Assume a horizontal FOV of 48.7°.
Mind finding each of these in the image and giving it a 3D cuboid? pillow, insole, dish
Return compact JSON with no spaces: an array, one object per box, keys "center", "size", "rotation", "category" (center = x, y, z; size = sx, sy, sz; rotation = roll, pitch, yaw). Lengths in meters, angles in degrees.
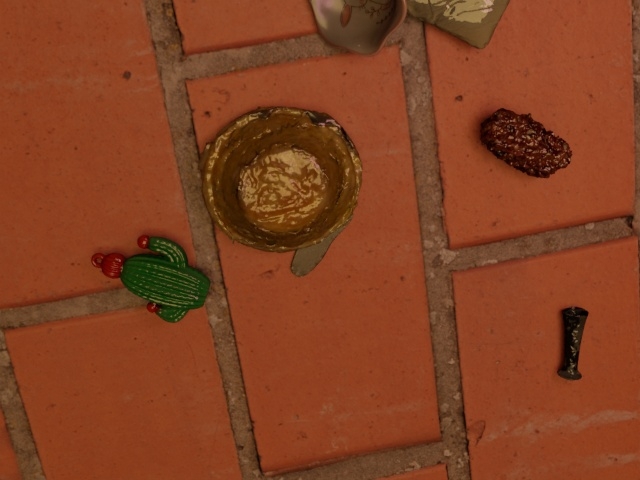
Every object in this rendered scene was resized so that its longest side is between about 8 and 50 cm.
[{"center":[0.267,-0.560,1.391],"size":[0.274,0.076,0.280],"rotation":[24,106,-4],"category":"pillow"},{"center":[0.000,0.000,1.550],"size":[0.063,0.010,0.192],"rotation":[38,98,-16],"category":"insole"},{"center":[0.084,-0.476,1.367],"size":[0.229,0.081,0.229],"rotation":[20,126,30],"category":"dish"}]

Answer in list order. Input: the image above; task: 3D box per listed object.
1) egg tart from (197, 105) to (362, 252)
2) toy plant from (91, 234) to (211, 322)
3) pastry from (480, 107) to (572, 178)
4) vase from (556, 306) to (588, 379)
[{"center":[-0.077,-0.116,1.442],"size":[0.341,0.132,0.341],"rotation":[-1,106,-4],"category":"egg tart"},{"center":[-0.346,0.068,1.491],"size":[0.240,0.088,0.154],"rotation":[43,99,-11],"category":"toy plant"},{"center":[0.431,-0.207,1.496],"size":[0.208,0.097,0.115],"rotation":[25,105,-15],"category":"pastry"},{"center":[0.593,0.244,1.663],"size":[0.059,0.059,0.167],"rotation":[-3,106,-6],"category":"vase"}]
